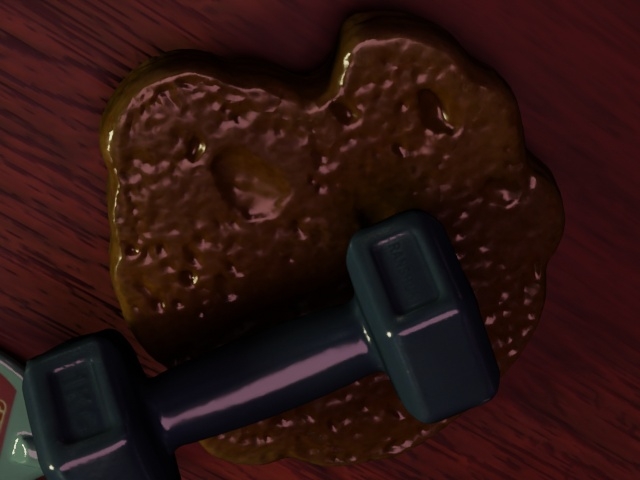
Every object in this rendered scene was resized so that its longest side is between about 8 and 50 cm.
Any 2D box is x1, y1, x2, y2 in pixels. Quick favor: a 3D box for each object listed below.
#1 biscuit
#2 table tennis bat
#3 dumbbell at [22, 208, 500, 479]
[{"bbox_3d":[0.000,0.000,1.093,0.359,0.074,0.381,-41,114,9],"label":"biscuit"},{"bbox_3d":[-0.246,0.153,1.137,0.244,0.040,0.153,15,110,-13],"label":"table tennis bat"},{"bbox_3d":[-0.041,0.094,1.020,0.316,0.156,0.143,-21,90,1],"label":"dumbbell"}]
